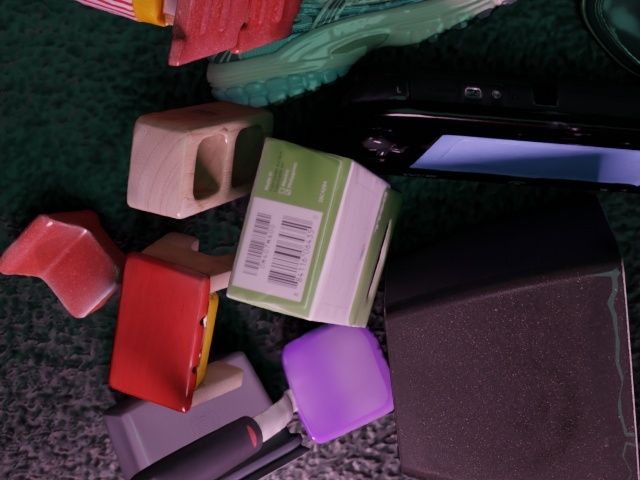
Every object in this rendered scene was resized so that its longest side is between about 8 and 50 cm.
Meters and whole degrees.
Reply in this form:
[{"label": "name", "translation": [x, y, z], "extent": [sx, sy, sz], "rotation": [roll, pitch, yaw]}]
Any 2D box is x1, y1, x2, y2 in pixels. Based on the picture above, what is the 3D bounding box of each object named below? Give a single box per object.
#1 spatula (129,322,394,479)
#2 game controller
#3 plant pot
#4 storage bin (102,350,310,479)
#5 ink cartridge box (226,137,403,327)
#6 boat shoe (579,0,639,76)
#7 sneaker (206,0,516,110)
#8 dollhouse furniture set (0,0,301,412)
[{"label": "spatula", "translation": [-0.040, 0.127, 1.222], "extent": [0.030, 0.296, 0.084], "rotation": [-17, 95, 35]}, {"label": "game controller", "translation": [0.159, -0.069, 1.230], "extent": [0.319, 0.166, 0.067], "rotation": [4, 70, -10]}, {"label": "plant pot", "translation": [0.134, 0.083, 1.263], "extent": [0.167, 0.188, 0.187], "rotation": [-5, 105, 5]}, {"label": "storage bin", "translation": [-0.093, 0.143, 1.287], "extent": [0.135, 0.098, 0.091], "rotation": [-25, 95, -25]}, {"label": "ink cartridge box", "translation": [0.000, 0.000, 1.213], "extent": [0.062, 0.209, 0.109], "rotation": [15, 89, 13]}, {"label": "boat shoe", "translation": [0.283, -0.130, 1.279], "extent": [0.206, 0.065, 0.075], "rotation": [34, 99, -12]}, {"label": "sneaker", "translation": [0.040, -0.191, 1.215], "extent": [0.283, 0.110, 0.122], "rotation": [-24, 102, -1]}, {"label": "dollhouse furniture set", "translation": [-0.145, -0.082, 1.160], "extent": [0.201, 0.152, 0.374], "rotation": [17, 108, 23]}]
